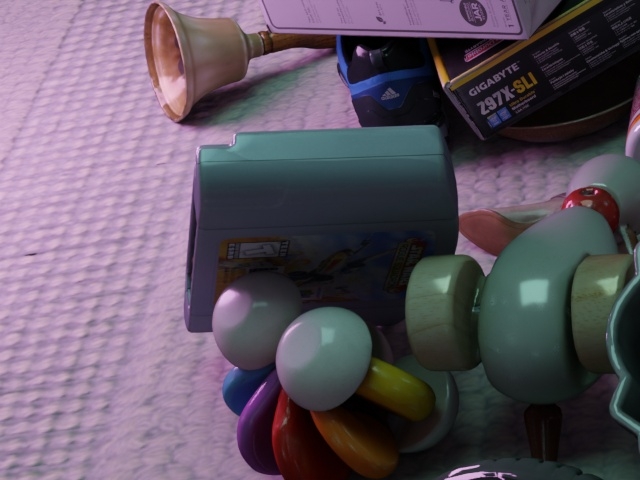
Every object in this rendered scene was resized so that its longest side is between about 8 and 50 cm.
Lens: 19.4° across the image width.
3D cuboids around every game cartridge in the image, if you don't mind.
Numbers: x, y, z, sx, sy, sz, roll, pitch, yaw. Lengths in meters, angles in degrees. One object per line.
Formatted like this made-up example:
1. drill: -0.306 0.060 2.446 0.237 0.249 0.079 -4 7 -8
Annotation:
1. game cartridge: 0.000 0.000 1.394 0.198 0.297 0.062 1 67 -5

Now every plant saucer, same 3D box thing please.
1. plant saucer: 0.226 -0.142 1.761 0.199 0.036 0.198 -11 31 7

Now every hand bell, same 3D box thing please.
1. hand bell: -0.052 -0.208 1.966 0.242 0.126 0.126 -12 27 -22

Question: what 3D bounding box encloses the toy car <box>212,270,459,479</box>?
1. toy car: -0.003 0.115 1.360 0.182 0.159 0.136 27 88 47

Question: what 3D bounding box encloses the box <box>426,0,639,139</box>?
1. box: 0.247 -0.258 1.732 0.322 0.079 0.257 -30 30 13

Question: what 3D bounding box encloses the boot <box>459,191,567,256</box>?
1. boot: 0.186 -0.019 1.577 0.118 0.042 0.087 18 37 42

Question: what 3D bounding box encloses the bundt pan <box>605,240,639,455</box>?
1. bundt pan: 0.353 0.087 1.170 0.331 0.124 0.330 -12 50 16

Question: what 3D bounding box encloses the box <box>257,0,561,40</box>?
1. box: 0.061 -0.271 1.653 0.290 0.169 0.087 5 41 38

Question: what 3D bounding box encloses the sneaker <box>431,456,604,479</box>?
1. sneaker: 0.163 0.228 1.088 0.341 0.125 0.139 13 47 44

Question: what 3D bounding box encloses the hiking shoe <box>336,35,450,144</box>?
1. hiking shoe: 0.069 -0.194 1.824 0.113 0.132 0.304 -15 30 0

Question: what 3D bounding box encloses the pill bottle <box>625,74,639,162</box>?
1. pill bottle: 0.312 -0.110 1.616 0.086 0.086 0.152 -5 32 18

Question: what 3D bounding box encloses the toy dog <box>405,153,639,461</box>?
1. toy dog: 0.193 0.054 1.382 0.220 0.161 0.334 11 24 42
